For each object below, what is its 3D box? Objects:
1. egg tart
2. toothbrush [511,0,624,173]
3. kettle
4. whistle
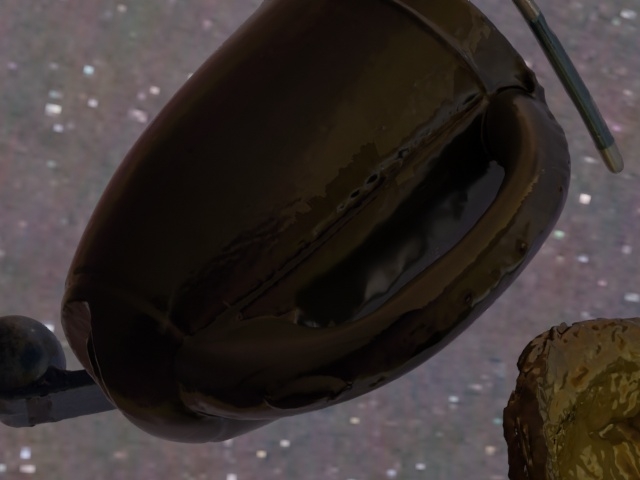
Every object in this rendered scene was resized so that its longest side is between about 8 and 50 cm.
[{"bbox_3d":[0.165,0.142,0.937,0.090,0.212,0.212,-42,-123,40],"label":"egg tart"},{"bbox_3d":[0.159,-0.146,1.295,0.025,0.276,0.019,-28,-144,13],"label":"toothbrush"},{"bbox_3d":[0.000,0.000,1.162,0.321,0.228,0.324,12,-131,45],"label":"kettle"},{"bbox_3d":[-0.219,0.096,1.429,0.090,0.158,0.090,169,-90,-79],"label":"whistle"}]
